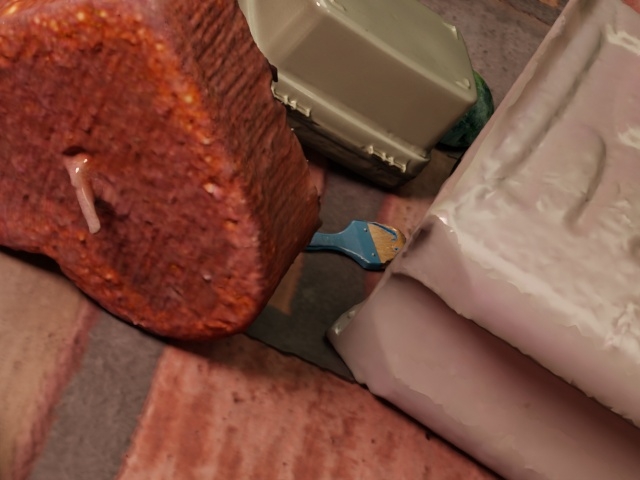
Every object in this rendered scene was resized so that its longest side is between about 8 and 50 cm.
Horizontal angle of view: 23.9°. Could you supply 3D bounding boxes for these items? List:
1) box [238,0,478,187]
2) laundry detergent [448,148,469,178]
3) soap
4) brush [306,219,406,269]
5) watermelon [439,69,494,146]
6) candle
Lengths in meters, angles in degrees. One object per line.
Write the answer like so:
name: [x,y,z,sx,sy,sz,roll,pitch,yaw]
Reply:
box: [0.025,-0.153,1.310,0.210,0.129,0.148,28,35,-30]
laundry detergent: [0.221,-0.043,1.398,0.206,0.061,0.096,-2,46,-33]
soap: [0.279,0.054,1.161,0.435,0.213,0.350,36,52,6]
brush: [0.000,0.000,1.253,0.164,0.014,0.051,4,44,-27]
watermelon: [0.127,-0.122,1.449,0.085,0.085,0.061,-15,16,-42]
candle: [-0.142,-0.074,1.039,0.317,0.287,0.131,31,43,-3]
